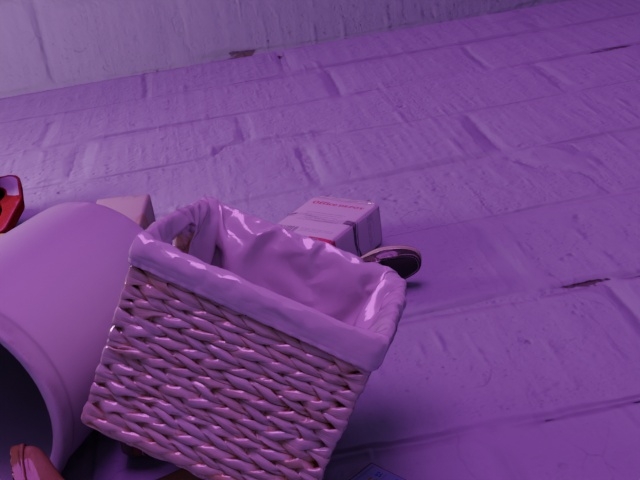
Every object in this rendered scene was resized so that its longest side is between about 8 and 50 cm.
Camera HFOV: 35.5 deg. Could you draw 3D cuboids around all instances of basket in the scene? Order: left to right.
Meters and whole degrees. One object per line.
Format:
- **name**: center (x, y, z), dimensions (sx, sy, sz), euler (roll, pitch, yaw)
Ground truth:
- **basket**: center (-0.086, 0.137, 1.309), dimensions (0.331, 0.266, 0.328), euler (22, 14, 4)

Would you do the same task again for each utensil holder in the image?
- **utensil holder**: center (-0.429, 0.152, 1.503), dimensions (0.327, 0.328, 0.385), euler (1, 24, 20)

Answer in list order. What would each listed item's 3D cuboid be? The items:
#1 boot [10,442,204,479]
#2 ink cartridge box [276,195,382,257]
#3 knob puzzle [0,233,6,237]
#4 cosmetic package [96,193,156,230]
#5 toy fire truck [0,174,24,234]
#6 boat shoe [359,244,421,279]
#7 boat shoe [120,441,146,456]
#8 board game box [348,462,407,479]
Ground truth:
- **boot**: center (-0.236, 0.327, 1.272), dimensions (0.269, 0.089, 0.236), euler (-18, 63, -17)
- **ink cartridge box**: center (0.000, 0.000, 1.948), dimensions (0.158, 0.092, 0.218), euler (9, 32, 33)
- **knob puzzle**: center (-0.771, 0.061, 2.105), dimensions (0.213, 0.030, 0.213), euler (-10, 42, 10)
- **cosmetic package**: center (-0.379, 0.045, 1.895), dimensions (0.113, 0.160, 0.309), euler (-7, 26, 1)
- **toy fire truck**: center (-0.821, -0.044, 2.257), dimensions (0.302, 0.169, 0.254), euler (-11, 51, -10)
- **boat shoe**: center (0.077, 0.071, 1.799), dimensions (0.223, 0.080, 0.073), euler (-13, 30, 3)
- **boat shoe**: center (-0.207, 0.212, 1.536), dimensions (0.116, 0.123, 0.324), euler (9, 32, 13)
- **board game box**: center (0.022, 0.378, 1.216), dimensions (0.281, 0.027, 0.145), euler (-29, 30, -37)
